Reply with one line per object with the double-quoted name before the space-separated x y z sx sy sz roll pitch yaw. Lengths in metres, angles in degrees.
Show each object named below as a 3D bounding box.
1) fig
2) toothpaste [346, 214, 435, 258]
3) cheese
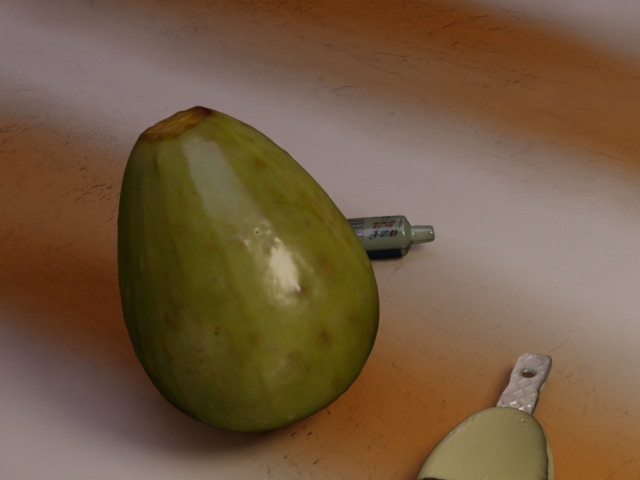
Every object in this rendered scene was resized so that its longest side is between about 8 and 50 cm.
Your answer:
"fig" -0.081 0.023 1.475 0.258 0.326 0.258 -19 5 2
"toothpaste" 0.000 0.001 1.732 0.268 0.047 0.069 -3 53 7
"cheese" 0.179 0.187 1.424 0.127 0.054 0.251 9 35 20
